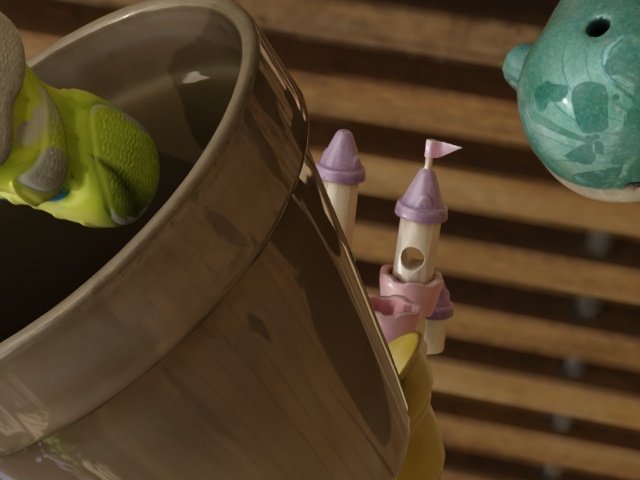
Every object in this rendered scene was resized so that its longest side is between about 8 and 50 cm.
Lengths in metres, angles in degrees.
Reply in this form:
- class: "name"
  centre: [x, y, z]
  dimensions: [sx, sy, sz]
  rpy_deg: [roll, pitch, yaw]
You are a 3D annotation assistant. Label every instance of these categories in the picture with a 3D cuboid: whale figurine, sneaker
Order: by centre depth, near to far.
- class: "sneaker"
  centre: [-0.206, -0.069, 1.020]
  dimensions: [0.240, 0.126, 0.091]
  rpy_deg: [38, -117, -47]
- class: "whale figurine"
  centre: [0.235, -0.166, 1.373]
  dimensions: [0.141, 0.216, 0.272]
  rpy_deg: [46, -138, -50]

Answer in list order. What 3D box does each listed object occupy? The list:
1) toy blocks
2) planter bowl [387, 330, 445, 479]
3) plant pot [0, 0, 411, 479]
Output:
- class: "toy blocks"
  centre: [0.000, 0.000, 1.856]
  dimensions: [0.309, 0.288, 0.260]
  rpy_deg: [-38, -45, -66]
- class: "planter bowl"
  centre: [0.028, 0.175, 1.343]
  dimensions: [0.217, 0.090, 0.217]
  rpy_deg: [-45, 6, 6]
- class: "plant pot"
  centre: [-0.097, 0.062, 1.077]
  dimensions: [0.280, 0.323, 0.323]
  rpy_deg: [52, -144, -29]
